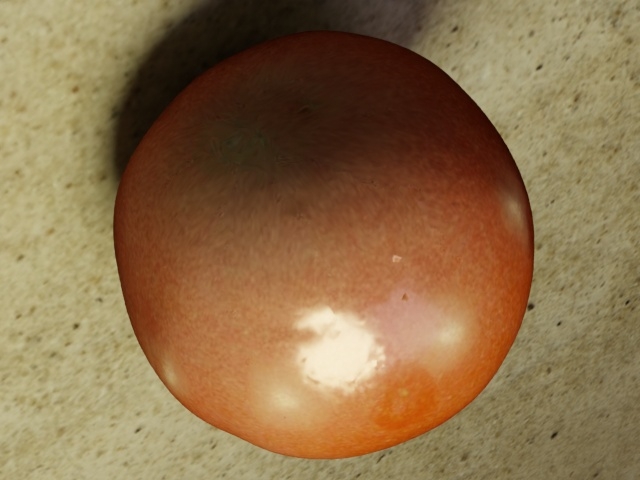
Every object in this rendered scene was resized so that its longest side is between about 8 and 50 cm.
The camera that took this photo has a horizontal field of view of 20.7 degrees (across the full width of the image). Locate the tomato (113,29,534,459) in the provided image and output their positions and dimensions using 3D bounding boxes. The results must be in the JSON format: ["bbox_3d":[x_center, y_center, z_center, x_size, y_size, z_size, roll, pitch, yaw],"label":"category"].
[{"bbox_3d":[0.000,0.000,1.050,0.256,0.256,0.224,-32,142,-17],"label":"tomato"}]
